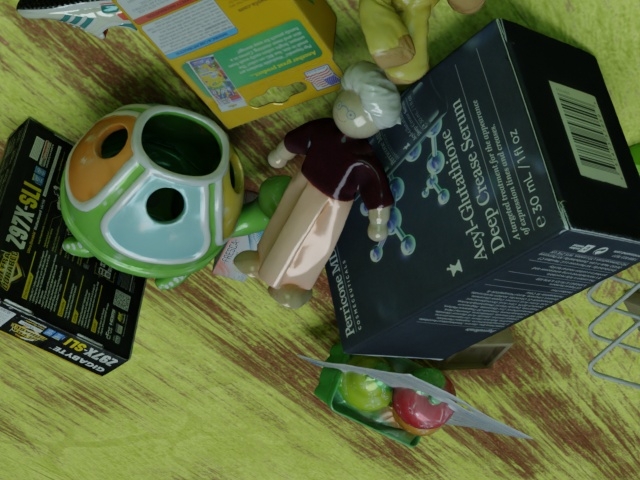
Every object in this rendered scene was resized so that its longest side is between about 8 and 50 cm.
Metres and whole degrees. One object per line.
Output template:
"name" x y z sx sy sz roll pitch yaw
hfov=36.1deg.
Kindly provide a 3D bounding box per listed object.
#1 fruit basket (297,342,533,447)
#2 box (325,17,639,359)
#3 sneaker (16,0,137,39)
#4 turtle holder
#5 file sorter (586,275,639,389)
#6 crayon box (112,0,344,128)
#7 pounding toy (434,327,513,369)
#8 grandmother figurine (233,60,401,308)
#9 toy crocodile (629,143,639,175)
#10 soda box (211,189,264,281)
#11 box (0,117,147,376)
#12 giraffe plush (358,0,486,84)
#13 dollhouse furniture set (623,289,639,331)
"fruit basket" 0.170 0.280 1.833 0.327 0.165 0.353 30 158 -29
"box" 0.197 -0.047 1.309 0.212 0.294 0.395 8 149 -39
"sneaker" -0.313 -0.292 1.278 0.161 0.057 0.075 -4 137 8
"turtle holder" -0.203 -0.063 1.401 0.320 0.243 0.227 35 142 -7
"file sorter" 0.514 0.069 1.488 0.173 0.278 0.193 18 142 -10
"crayon box" -0.121 -0.295 1.229 0.203 0.083 0.323 -16 138 26
"pounding toy" 0.262 0.180 1.834 0.130 0.100 0.141 1 149 -19
"grandmother figurine" 0.011 -0.074 1.282 0.208 0.104 0.342 33 117 15
"toy crocodile" 0.553 -0.052 1.335 0.340 0.105 0.115 36 158 40
"soda box" -0.127 -0.004 1.647 0.063 0.058 0.183 15 143 -13
"box" -0.382 0.009 1.474 0.257 0.322 0.079 30 136 -31
"giraffe plush" 0.127 -0.307 1.148 0.170 0.181 0.210 -20 103 15
"dollhouse furniture set" 0.650 0.115 1.738 0.151 0.123 0.144 22 161 44
